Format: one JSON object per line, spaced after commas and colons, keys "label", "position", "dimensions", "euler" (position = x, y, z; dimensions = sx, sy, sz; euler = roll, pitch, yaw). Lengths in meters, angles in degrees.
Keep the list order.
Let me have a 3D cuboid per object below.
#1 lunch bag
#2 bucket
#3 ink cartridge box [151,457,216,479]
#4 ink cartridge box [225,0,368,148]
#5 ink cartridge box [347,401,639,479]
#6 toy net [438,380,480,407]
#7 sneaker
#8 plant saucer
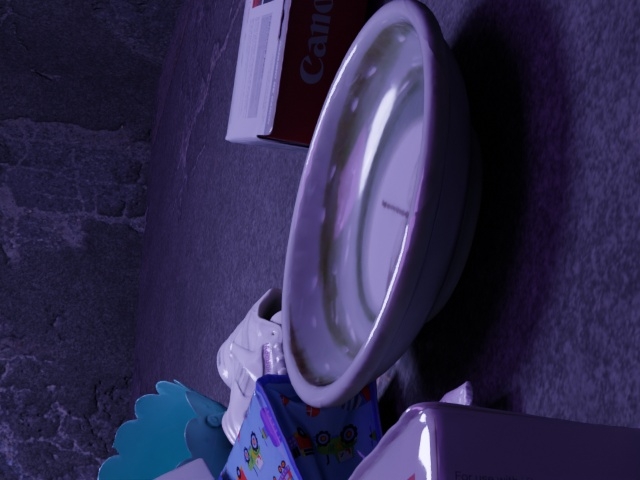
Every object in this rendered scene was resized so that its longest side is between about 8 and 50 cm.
{"label": "lunch bag", "position": [0.009, 0.314, 1.344], "dimensions": [0.221, 0.138, 0.293], "euler": [112, 147, -48]}
{"label": "bucket", "position": [-0.170, 0.337, 1.717], "dimensions": [0.281, 0.183, 0.281], "euler": [-46, 29, 34]}
{"label": "ink cartridge box", "position": [-0.116, 0.357, 1.420], "dimensions": [0.139, 0.082, 0.191], "euler": [-142, 32, -67]}
{"label": "ink cartridge box", "position": [-0.019, -0.274, 1.707], "dimensions": [0.272, 0.130, 0.310], "euler": [-164, 82, -74]}
{"label": "ink cartridge box", "position": [0.103, 0.332, 0.826], "dimensions": [0.279, 0.160, 0.385], "euler": [120, 154, -58]}
{"label": "toy net", "position": [0.105, 0.204, 1.141], "dimensions": [0.122, 0.045, 0.232], "euler": [-98, 23, -53]}
{"label": "sneaker", "position": [-0.056, 0.175, 1.637], "dimensions": [0.152, 0.114, 0.305], "euler": [-59, 29, 22]}
{"label": "plant saucer", "position": [0.069, -0.029, 1.259], "dimensions": [0.400, 0.100, 0.401], "euler": [-167, 90, -74]}
